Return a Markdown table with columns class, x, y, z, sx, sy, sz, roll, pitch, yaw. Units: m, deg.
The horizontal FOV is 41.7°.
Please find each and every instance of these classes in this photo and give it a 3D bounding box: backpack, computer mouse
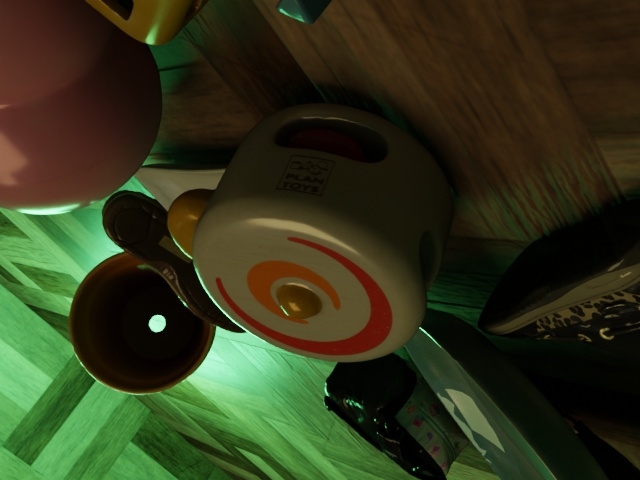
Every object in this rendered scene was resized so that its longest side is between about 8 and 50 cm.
| class | x | y | z | sx | sy | sz | roll | pitch | yaw |
| --- | --- | --- | --- | --- | --- | --- | --- | --- | --- |
| backpack | 0.109 | 0.217 | 1.040 | 0.182 | 0.115 | 0.152 | 46 | 166 | -26 |
| computer mouse | 0.267 | 0.227 | 0.825 | 0.262 | 0.060 | 0.184 | 42 | 179 | -2 |

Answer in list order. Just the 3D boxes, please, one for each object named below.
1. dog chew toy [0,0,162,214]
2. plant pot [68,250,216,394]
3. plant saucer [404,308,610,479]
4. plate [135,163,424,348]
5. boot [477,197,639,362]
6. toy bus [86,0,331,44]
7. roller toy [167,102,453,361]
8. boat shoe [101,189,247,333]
| class | x | y | z | sx | sy | sz | roll | pitch | yaw |
| --- | --- | --- | --- | --- | --- | --- | --- | --- | --- |
| dog chew toy | -0.247 | -0.175 | 0.672 | 0.206 | 0.207 | 0.332 | 25 | 147 | 22 |
| plant pot | -0.254 | 0.124 | 1.268 | 0.205 | 0.205 | 0.188 | 34 | 172 | 1 |
| plant saucer | 0.178 | 0.179 | 0.761 | 0.318 | 0.043 | 0.317 | 52 | 174 | 7 |
| plate | -0.041 | 0.004 | 0.919 | 0.278 | 0.045 | 0.277 | 5 | 142 | 49 |
| boot | 0.235 | 0.069 | 0.630 | 0.178 | 0.085 | 0.236 | 33 | 158 | -4 |
| toy bus | -0.095 | -0.204 | 0.516 | 0.191 | 0.104 | 0.202 | 18 | 152 | 33 |
| roller toy | 0.000 | 0.000 | 0.675 | 0.209 | 0.146 | 0.191 | 40 | 138 | -21 |
| boat shoe | -0.172 | 0.019 | 1.093 | 0.257 | 0.095 | 0.095 | 46 | 178 | -27 |
